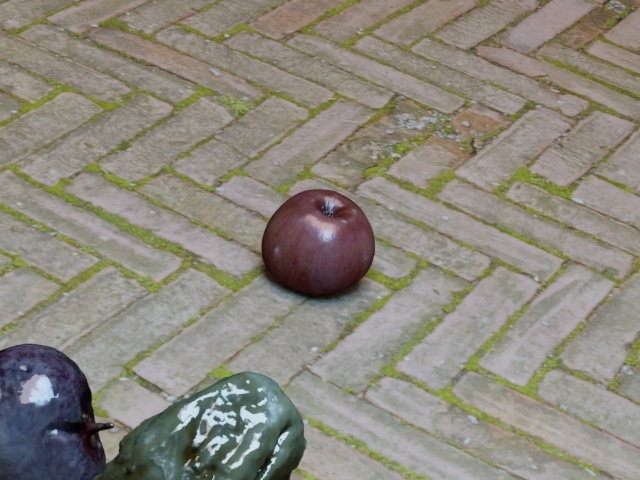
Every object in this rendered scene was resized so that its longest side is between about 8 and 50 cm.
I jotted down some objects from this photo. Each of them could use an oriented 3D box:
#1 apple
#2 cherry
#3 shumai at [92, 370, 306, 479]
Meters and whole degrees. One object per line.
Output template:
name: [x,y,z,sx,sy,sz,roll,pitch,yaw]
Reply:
apple: [0.000,0.000,2.275,0.153,0.120,0.153,8,31,-5]
cherry: [-0.320,0.205,1.780,0.195,0.195,0.195,7,31,-5]
shumai: [-0.096,0.279,1.707,0.260,0.225,0.222,-42,61,-6]
